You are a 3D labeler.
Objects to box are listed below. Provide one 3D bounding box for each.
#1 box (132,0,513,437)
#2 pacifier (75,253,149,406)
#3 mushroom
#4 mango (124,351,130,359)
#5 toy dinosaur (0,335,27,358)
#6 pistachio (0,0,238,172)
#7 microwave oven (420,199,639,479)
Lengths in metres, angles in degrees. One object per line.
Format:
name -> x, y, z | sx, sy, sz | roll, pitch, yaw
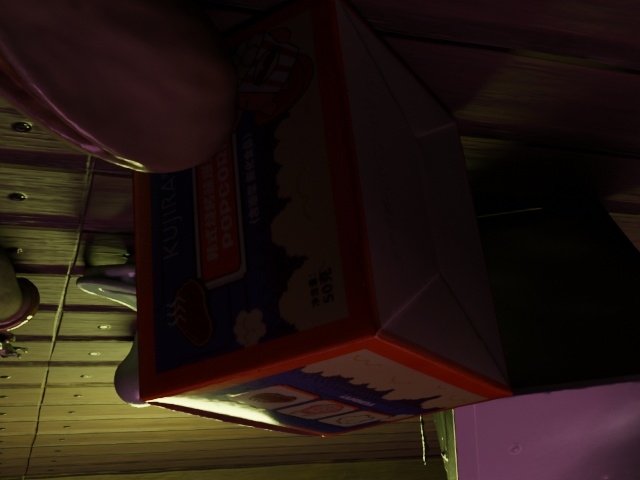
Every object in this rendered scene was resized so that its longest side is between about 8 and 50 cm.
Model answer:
box -> 0.000, 0.000, 0.832 | 0.256, 0.349, 0.318 | -20, 154, 27
pacifier -> -0.268, 0.142, 1.238 | 0.238, 0.226, 0.287 | 3, 160, 26
mushroom -> -0.487, 0.049, 1.096 | 0.128, 0.128, 0.350 | -6, 160, -2
mango -> -0.262, 0.236, 1.582 | 0.316, 0.119, 0.176 | -20, 151, 8
toy dinosaur -> -0.587, 0.202, 1.503 | 0.058, 0.037, 0.180 | -6, 157, -12
pistachio -> -0.191, -0.153, 0.629 | 0.288, 0.197, 0.166 | 28, 136, -35
microwave oven -> 0.308, 0.153, 1.099 | 0.374, 0.432, 0.236 | -8, 118, 3
